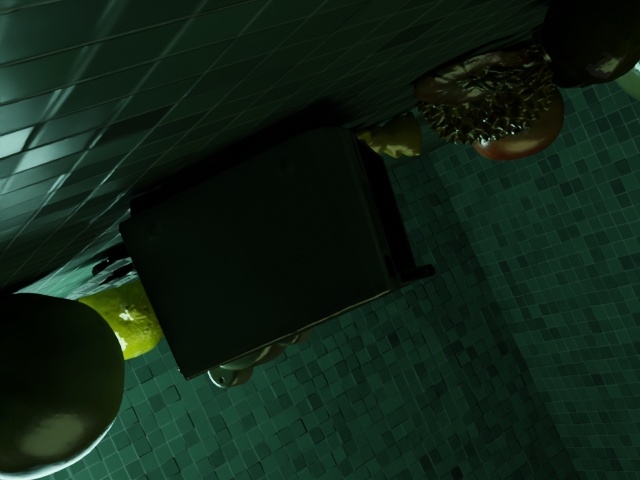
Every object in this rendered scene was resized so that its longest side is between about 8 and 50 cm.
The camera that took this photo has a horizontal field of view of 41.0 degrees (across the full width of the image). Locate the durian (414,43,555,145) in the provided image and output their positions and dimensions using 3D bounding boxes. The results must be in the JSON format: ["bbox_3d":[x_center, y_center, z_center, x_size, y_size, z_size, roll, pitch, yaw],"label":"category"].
[{"bbox_3d":[0.280,-0.229,1.405,0.250,0.137,0.183,-19,-172,-9],"label":"durian"}]

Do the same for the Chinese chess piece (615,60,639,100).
[{"bbox_3d":[0.606,-0.342,1.306,0.349,0.146,0.349,-29,-170,6],"label":"Chinese chess piece"}]

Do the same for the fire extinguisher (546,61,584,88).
[{"bbox_3d":[0.542,-0.363,1.772,0.115,0.095,0.311,3,-169,20],"label":"fire extinguisher"}]

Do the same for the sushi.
[{"bbox_3d":[-0.403,0.043,1.734,0.231,0.047,0.220,-31,172,36],"label":"sushi"}]

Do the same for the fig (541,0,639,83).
[{"bbox_3d":[0.357,-0.289,0.981,0.236,0.124,0.124,-52,166,31],"label":"fig"}]

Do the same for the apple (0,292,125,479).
[{"bbox_3d":[-0.532,0.260,1.540,0.357,0.357,0.357,-25,180,0],"label":"apple"}]

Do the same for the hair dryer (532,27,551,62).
[{"bbox_3d":[0.369,-0.316,1.147,0.195,0.053,0.220,-26,173,23],"label":"hair dryer"}]

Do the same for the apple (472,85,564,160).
[{"bbox_3d":[0.381,-0.247,1.681,0.199,0.199,0.199,-25,180,0],"label":"apple"}]

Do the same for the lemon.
[{"bbox_3d":[-0.487,0.180,2.118,0.263,0.235,0.236,-2,-164,41],"label":"lemon"}]

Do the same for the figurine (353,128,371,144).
[{"bbox_3d":[0.037,-0.128,1.502,0.130,0.109,0.178,-34,155,-16],"label":"figurine"}]

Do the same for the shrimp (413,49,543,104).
[{"bbox_3d":[0.244,-0.249,1.243,0.236,0.053,0.133,-13,158,-21],"label":"shrimp"}]

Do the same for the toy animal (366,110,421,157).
[{"bbox_3d":[0.112,-0.191,1.581,0.159,0.083,0.070,-12,-161,-35],"label":"toy animal"}]

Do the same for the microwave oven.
[{"bbox_3d":[-0.040,0.002,1.198,0.333,0.247,0.394,-23,175,10],"label":"microwave oven"}]

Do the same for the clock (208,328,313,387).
[{"bbox_3d":[-0.166,0.097,1.610,0.284,0.309,0.114,-37,163,25],"label":"clock"}]
